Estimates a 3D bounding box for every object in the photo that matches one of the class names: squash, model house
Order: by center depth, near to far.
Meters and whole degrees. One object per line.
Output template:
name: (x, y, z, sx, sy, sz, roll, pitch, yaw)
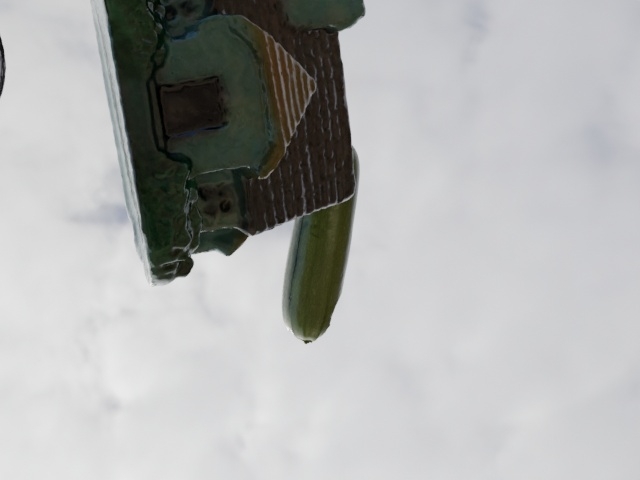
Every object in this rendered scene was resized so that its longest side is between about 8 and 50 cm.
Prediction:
model house: (-0.065, -0.125, 1.036, 0.248, 0.230, 0.281, -10, -77, -11)
squash: (0.000, 0.000, 1.252, 0.069, 0.069, 0.239, 3, -76, -31)

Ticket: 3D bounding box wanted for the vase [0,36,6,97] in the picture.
vase: (-0.170, -0.119, 0.489, 0.120, 0.120, 0.183, 31, -68, -35)
